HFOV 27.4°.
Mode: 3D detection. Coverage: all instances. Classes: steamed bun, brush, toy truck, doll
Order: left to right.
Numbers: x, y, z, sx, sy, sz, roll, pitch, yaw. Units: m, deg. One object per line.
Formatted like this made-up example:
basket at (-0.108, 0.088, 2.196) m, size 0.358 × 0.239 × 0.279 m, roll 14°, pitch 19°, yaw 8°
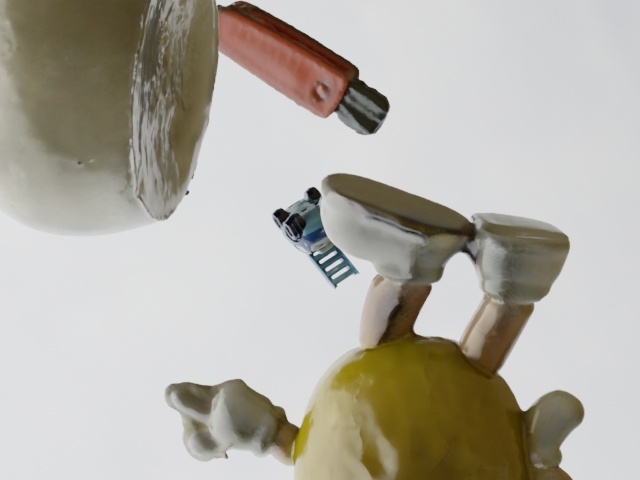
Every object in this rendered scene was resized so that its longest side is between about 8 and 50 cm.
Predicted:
steamed bun at (-0.225, -0.164, 1.212) m, size 0.324 × 0.206 × 0.324 m, roll 8°, pitch -90°, yaw -80°
brush at (-0.057, -0.233, 1.598) m, size 0.323 × 0.070 × 0.051 m, roll 33°, pitch -148°, yaw 0°
toy truck at (0.000, 0.000, 1.258) m, size 0.090 × 0.056 × 0.073 m, roll 61°, pitch 167°, yaw -21°
doll at (0.065, 0.149, 1.138) m, size 0.348 × 0.423 × 0.161 m, roll 41°, pitch -165°, yaw 8°
